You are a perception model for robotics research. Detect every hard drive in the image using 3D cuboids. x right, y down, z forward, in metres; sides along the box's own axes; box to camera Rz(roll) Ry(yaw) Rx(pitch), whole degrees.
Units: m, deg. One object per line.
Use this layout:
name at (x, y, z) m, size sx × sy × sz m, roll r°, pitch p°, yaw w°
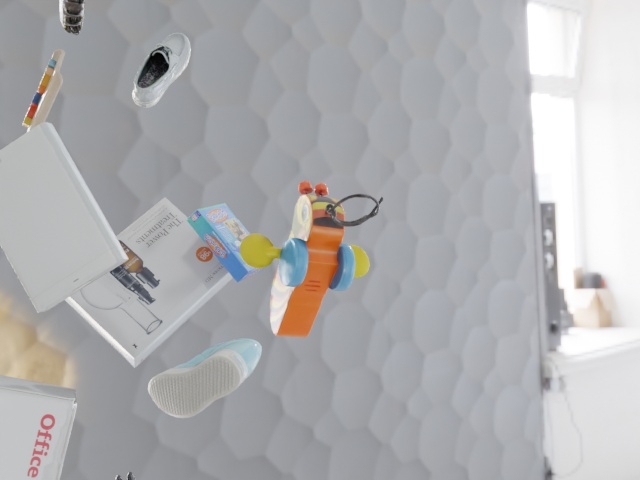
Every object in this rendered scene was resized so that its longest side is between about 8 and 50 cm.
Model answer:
hard drive at (-0.531, -0.044, 1.520) m, size 0.203 × 0.307 × 0.040 m, roll -31°, pitch -4°, yaw 8°

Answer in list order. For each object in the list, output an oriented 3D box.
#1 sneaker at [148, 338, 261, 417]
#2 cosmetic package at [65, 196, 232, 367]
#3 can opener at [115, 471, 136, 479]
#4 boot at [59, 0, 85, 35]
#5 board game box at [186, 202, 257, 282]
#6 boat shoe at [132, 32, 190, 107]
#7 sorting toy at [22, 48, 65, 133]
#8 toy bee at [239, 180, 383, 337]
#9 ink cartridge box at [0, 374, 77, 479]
sneaker at (-0.278, 0.339, 1.971) m, size 0.366 × 0.135 × 0.150 m, roll -23°, pitch 6°, yaw 38°
cosmetic package at (-0.451, 0.104, 2.093) m, size 0.377 × 0.284 × 0.097 m, roll -44°, pitch -8°, yaw -27°
can opener at (-0.410, 0.576, 1.723) m, size 0.059 × 0.186 × 0.073 m, roll -23°, pitch 36°, yaw -15°
boot at (-0.501, -0.519, 1.630) m, size 0.091 × 0.262 × 0.229 m, roll 0°, pitch -38°, yaw -21°
board game box at (-0.234, 0.002, 2.059) m, size 0.047 × 0.210 × 0.160 m, roll -42°, pitch -7°, yaw 21°
boat shoe at (-0.367, -0.412, 1.840) m, size 0.079 × 0.227 × 0.081 m, roll 24°, pitch -28°, yaw 0°
sorting toy at (-0.646, -0.335, 1.827) m, size 0.038 × 0.193 × 0.208 m, roll 22°, pitch 21°, yaw -27°
toy bee at (0.000, 0.000, 1.166) m, size 0.195 × 0.162 × 0.298 m, roll 26°, pitch -56°, yaw -36°
ink cartridge box at (-0.507, 0.287, 1.062) m, size 0.308 × 0.223 × 0.129 m, roll 14°, pitch -6°, yaw -15°
